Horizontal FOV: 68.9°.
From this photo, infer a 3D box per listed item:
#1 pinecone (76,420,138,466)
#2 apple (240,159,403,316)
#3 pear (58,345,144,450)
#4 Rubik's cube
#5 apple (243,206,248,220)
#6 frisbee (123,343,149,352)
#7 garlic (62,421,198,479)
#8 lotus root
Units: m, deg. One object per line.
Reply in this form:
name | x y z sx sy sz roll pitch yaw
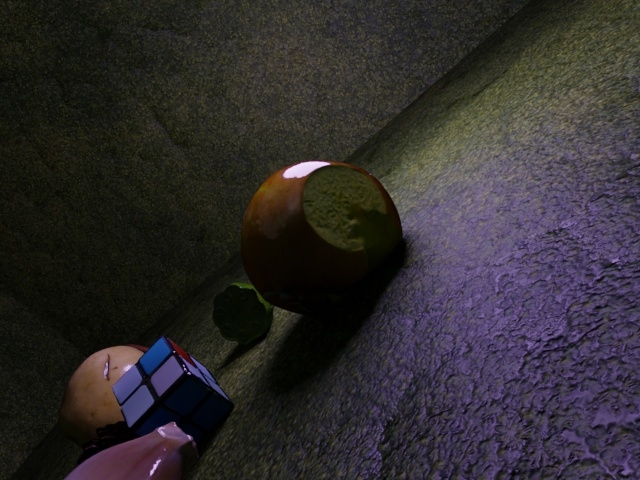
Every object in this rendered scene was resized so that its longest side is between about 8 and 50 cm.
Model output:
pinecone | -0.447 0.512 1.045 0.179 0.184 0.204 -27 46 11
apple | 0.000 0.000 1.116 0.385 0.373 0.374 3 28 13
pear | -0.586 0.468 1.338 0.309 0.309 0.309 -40 13 11
Rubik's cube | -0.342 0.360 1.080 0.167 0.183 0.180 -45 37 -13
apple | -0.116 -0.038 1.592 0.292 0.291 0.254 -33 -8 36
frisbee | -0.517 0.383 1.517 0.251 0.251 0.021 -24 44 56
garlic | -0.340 0.516 0.794 0.246 0.231 0.340 -1 30 -10
lotus root | -0.206 0.201 1.404 0.186 0.186 0.186 -40 13 11
